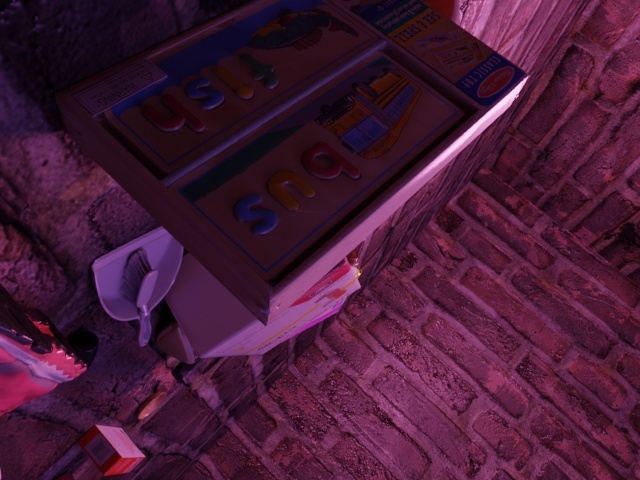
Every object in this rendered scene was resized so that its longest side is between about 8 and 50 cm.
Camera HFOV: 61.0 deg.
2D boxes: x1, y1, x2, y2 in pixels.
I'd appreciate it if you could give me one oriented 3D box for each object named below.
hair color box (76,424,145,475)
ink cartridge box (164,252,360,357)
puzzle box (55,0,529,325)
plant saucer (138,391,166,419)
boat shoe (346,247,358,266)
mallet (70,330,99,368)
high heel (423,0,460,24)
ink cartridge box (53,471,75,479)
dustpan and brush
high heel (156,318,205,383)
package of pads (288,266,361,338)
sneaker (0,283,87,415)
[{"bbox_3d":[-0.449,0.453,1.176,0.053,0.093,0.167,-44,165,-15],"label":"hair color box"},{"bbox_3d":[-0.085,0.080,1.020,0.279,0.160,0.385,-34,167,0],"label":"ink cartridge box"},{"bbox_3d":[-0.003,-0.140,0.549,0.409,0.272,0.052,-41,165,-29],"label":"puzzle box"},{"bbox_3d":[-0.406,0.392,1.303,0.083,0.015,0.083,-46,166,-14],"label":"plant saucer"},{"bbox_3d":[0.052,0.002,1.396,0.064,0.178,0.060,2,121,-22],"label":"boat shoe"},{"bbox_3d":[-0.397,0.189,0.748,0.189,0.039,0.062,-29,160,-41],"label":"mallet"},{"bbox_3d":[0.071,-0.270,0.867,0.377,0.127,0.181,-49,-164,-16],"label":"high heel"},{"bbox_3d":[-0.525,0.674,1.142,0.207,0.283,0.117,-54,166,19],"label":"ink cartridge box"},{"bbox_3d":[-0.263,0.083,0.799,0.147,0.060,0.211,-35,161,-43],"label":"dustpan and brush"},{"bbox_3d":[-0.237,0.167,1.101,0.186,0.093,0.261,-53,169,-34],"label":"high heel"},{"bbox_3d":[-0.040,0.166,1.535,0.296,0.101,0.229,-24,154,-34],"label":"package of pads"},{"bbox_3d":[-0.346,0.126,0.549,0.136,0.116,0.314,-42,165,-20],"label":"sneaker"}]
